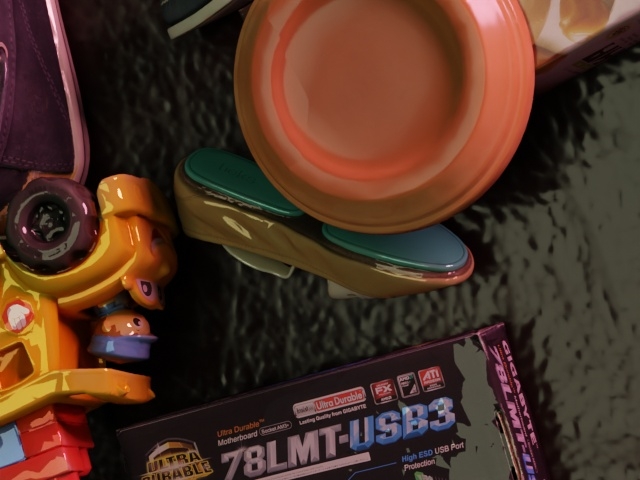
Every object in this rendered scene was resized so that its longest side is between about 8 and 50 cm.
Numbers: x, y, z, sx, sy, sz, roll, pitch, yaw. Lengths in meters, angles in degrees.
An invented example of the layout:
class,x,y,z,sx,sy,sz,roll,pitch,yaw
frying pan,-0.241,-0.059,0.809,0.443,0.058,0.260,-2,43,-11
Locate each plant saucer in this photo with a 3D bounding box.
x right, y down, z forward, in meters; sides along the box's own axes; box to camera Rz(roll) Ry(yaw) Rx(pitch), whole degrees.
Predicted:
class,x,y,z,sx,sy,sz,roll,pitch,yaw
plant saucer,0.033,-0.102,0.906,0.199,0.037,0.200,2,95,20

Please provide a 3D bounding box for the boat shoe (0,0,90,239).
class,x,y,z,sx,sy,sz,roll,pitch,yaw
boat shoe,-0.311,-0.243,1.078,0.186,0.156,0.500,-18,84,22

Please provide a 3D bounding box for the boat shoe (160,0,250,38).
class,x,y,z,sx,sy,sz,roll,pitch,yaw
boat shoe,-0.034,-0.224,0.973,0.079,0.095,0.254,52,134,-7

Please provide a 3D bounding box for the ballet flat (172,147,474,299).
class,x,y,z,sx,sy,sz,roll,pitch,yaw
ballet flat,0.000,0.000,1.022,0.232,0.080,0.073,22,128,21

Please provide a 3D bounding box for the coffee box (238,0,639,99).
class,x,y,z,sx,sy,sz,roll,pitch,yaw
coffee box,0.092,-0.150,0.955,0.246,0.098,0.141,-29,83,20

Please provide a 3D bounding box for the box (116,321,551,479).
class,x,y,z,sx,sy,sz,roll,pitch,yaw
box,0.027,0.236,1.011,0.295,0.073,0.293,-18,85,21

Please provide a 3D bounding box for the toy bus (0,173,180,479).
class,x,y,z,sx,sy,sz,roll,pitch,yaw
toy bus,-0.190,0.080,1.022,0.220,0.149,0.212,-24,75,8
